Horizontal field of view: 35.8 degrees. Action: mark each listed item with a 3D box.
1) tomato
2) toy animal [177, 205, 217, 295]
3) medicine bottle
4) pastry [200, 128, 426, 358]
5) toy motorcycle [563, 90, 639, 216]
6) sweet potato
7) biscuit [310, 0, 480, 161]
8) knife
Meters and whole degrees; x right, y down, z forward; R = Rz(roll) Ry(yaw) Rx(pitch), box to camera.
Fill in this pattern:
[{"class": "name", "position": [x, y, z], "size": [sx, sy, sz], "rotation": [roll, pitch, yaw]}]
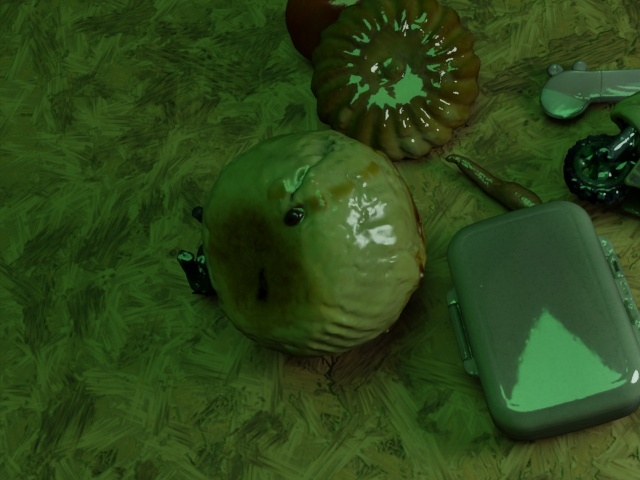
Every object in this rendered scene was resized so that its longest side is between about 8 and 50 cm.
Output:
[{"class": "tomato", "position": [0.053, -0.465, 1.993], "size": [0.260, 0.180, 0.259], "rotation": [-9, 59, 16]}, {"class": "toy animal", "position": [-0.185, -0.010, 1.820], "size": [0.114, 0.146, 0.245], "rotation": [29, 74, 23]}, {"class": "medicine bottle", "position": [0.354, 0.123, 1.584], "size": [0.282, 0.123, 0.375], "rotation": [-15, 58, 7]}, {"class": "pastry", "position": [0.000, 0.000, 1.630], "size": [0.389, 0.313, 0.388], "rotation": [9, 105, 36]}, {"class": "toy motorcycle", "position": [0.619, -0.119, 1.623], "size": [0.410, 0.169, 0.237], "rotation": [21, 75, 21]}, {"class": "sweet potato", "position": [0.315, -0.097, 1.767], "size": [0.214, 0.050, 0.050], "rotation": [36, 76, 29]}, {"class": "biscuit", "position": [0.136, -0.309, 1.842], "size": [0.326, 0.107, 0.325], "rotation": [0, 92, 9]}, {"class": "knife", "position": [0.600, -0.278, 1.794], "size": [0.399, 0.038, 0.132], "rotation": [-1, 62, 15]}]
